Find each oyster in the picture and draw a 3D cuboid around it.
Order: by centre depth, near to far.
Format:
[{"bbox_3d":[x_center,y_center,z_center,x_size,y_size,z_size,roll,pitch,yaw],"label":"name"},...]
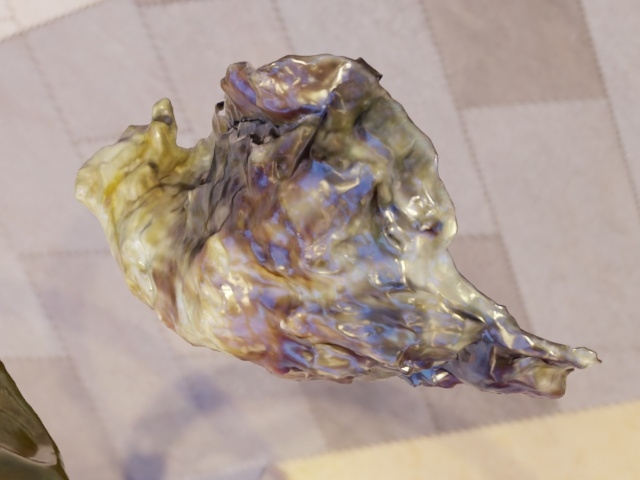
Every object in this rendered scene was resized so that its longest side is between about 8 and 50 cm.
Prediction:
[{"bbox_3d":[-0.007,0.006,0.904,0.275,0.100,0.271,48,146,11],"label":"oyster"}]

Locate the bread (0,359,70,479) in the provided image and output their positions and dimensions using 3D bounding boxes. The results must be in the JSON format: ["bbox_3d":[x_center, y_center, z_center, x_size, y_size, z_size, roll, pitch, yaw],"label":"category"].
[{"bbox_3d":[-0.098,0.134,0.574,0.269,0.098,0.087,54,-178,29],"label":"bread"}]
